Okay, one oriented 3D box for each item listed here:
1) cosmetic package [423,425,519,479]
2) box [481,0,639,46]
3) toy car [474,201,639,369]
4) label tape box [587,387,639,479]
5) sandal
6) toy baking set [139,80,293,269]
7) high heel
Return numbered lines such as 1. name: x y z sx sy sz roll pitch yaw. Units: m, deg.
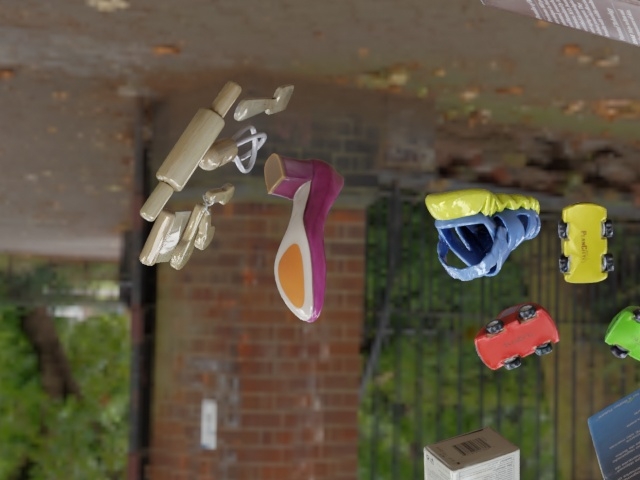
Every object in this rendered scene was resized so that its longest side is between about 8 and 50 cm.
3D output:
1. cosmetic package: 0.110 0.199 1.008 0.060 0.115 0.041 -12 -156 -24
2. box: 0.374 -0.340 1.644 0.381 0.191 0.143 22 171 28
3. toy car: 0.327 0.085 1.640 0.225 0.239 0.053 28 -158 -7
4. label tape box: 0.394 0.213 1.302 0.240 0.106 0.334 -32 -168 13
5. sandal: 0.258 -0.008 2.204 0.126 0.138 0.317 -6 177 32
6. toy baking set: -0.111 -0.079 1.434 0.030 0.256 0.197 29 170 12
7. high heel: 0.000 0.000 1.754 0.117 0.244 0.082 13 136 -33
